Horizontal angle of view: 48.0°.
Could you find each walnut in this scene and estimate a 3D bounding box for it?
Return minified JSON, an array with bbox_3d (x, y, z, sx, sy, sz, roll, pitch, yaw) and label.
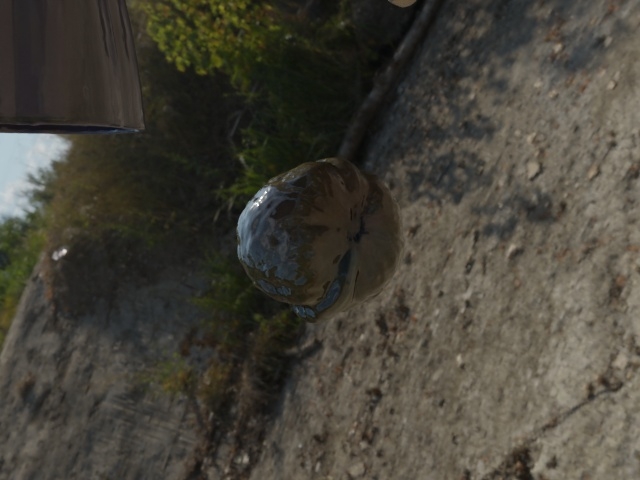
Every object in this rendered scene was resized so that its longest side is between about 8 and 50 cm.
[{"bbox_3d":[0.000,-0.002,1.073,0.248,0.248,0.248,-58,17,30],"label":"walnut"}]

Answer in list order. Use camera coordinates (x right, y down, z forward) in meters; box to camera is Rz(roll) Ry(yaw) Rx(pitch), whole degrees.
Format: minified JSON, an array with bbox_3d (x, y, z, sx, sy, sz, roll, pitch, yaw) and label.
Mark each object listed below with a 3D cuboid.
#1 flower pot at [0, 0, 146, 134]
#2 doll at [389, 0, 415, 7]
[{"bbox_3d":[-0.345,-0.245,0.830,0.265,0.265,0.243,-151,59,-75],"label":"flower pot"},{"bbox_3d":[0.117,-0.523,1.174,0.154,0.119,0.278,-39,65,37],"label":"doll"}]
